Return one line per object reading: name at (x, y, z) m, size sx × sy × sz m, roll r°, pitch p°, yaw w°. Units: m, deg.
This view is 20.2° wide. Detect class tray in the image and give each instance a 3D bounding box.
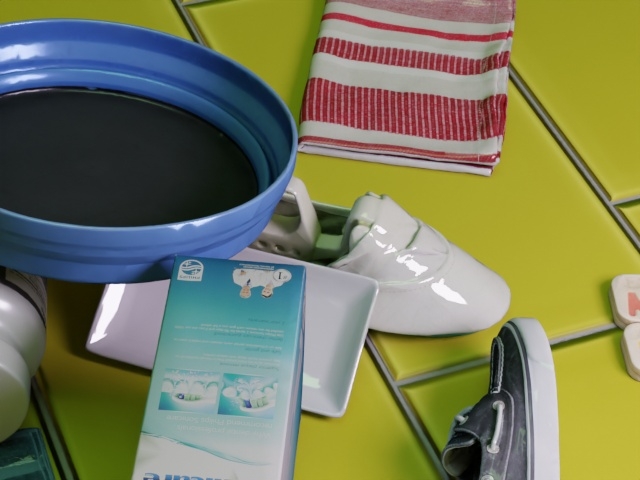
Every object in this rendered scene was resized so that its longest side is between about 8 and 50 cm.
tray at (-0.086, 0.078, 1.788) m, size 0.270 × 0.030 × 0.145 m, roll 14°, pitch 76°, yaw 10°

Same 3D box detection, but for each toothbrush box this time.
toothbrush box at (-0.085, 0.192, 1.567) m, size 0.126 × 0.216 × 0.295 m, roll 4°, pitch 45°, yaw 1°

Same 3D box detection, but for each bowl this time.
bowl at (-0.219, -0.090, 1.738) m, size 0.391 × 0.077 × 0.391 m, roll 7°, pitch 33°, yaw -5°

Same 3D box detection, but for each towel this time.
towel at (0.107, -0.206, 2.129) m, size 0.237 × 0.037 × 0.329 m, roll 7°, pitch 44°, yaw 4°
towel at (-0.277, 0.224, 1.654) m, size 0.067 × 0.029 × 0.119 m, roll -12°, pitch 46°, yaw -14°

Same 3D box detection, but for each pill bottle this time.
pill bottle at (-0.342, 0.057, 1.724) m, size 0.162 × 0.162 × 0.278 m, roll -1°, pitch 42°, yaw -5°

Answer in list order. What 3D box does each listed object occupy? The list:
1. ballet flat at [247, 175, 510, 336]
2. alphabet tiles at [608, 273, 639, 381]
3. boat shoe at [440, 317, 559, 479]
ballet flat at (0.000, 0.000, 1.836) m, size 0.400 × 0.139 × 0.139 m, roll 13°, pitch 44°, yaw 9°
alphabet tiles at (0.446, 0.087, 1.853) m, size 0.284 × 0.021 × 0.278 m, roll 0°, pitch 44°, yaw -4°
boat shoe at (0.163, 0.192, 1.670) m, size 0.102 × 0.108 × 0.301 m, roll 4°, pitch 51°, yaw -1°
